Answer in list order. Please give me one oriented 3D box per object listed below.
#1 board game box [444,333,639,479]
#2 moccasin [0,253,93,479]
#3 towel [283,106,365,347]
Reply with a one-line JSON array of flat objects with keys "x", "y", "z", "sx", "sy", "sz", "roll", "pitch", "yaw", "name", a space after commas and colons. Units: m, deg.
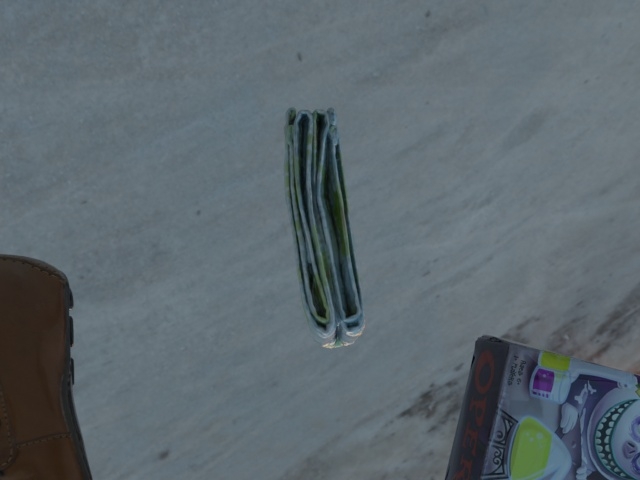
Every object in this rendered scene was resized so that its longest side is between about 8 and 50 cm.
[{"x": 0.138, "y": 0.238, "z": 0.312, "sx": 0.208, "sy": 0.347, "sz": 0.056, "roll": 14, "pitch": 175, "yaw": -8, "name": "board game box"}, {"x": -0.221, "y": 0.157, "z": 0.413, "sx": 0.147, "sy": 0.380, "sz": 0.139, "roll": 14, "pitch": 135, "yaw": -40, "name": "moccasin"}, {"x": 0.000, "y": 0.000, "z": 1.022, "sx": 0.090, "sy": 0.320, "sz": 0.374, "roll": -7, "pitch": 169, "yaw": 0, "name": "towel"}]
